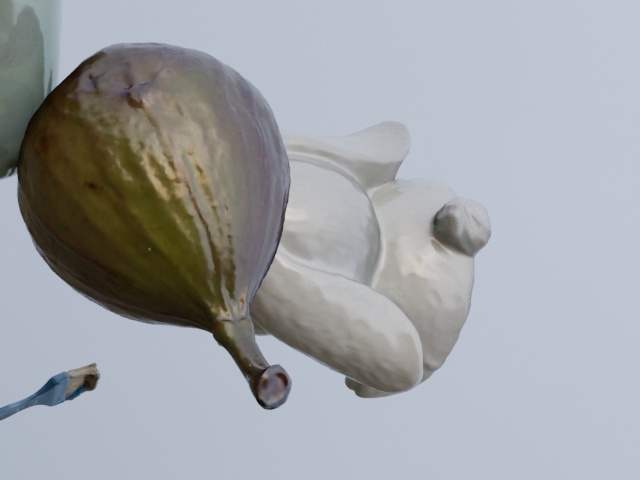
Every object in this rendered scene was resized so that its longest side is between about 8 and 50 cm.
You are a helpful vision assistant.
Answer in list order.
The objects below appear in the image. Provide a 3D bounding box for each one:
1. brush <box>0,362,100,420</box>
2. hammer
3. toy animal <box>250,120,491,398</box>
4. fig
[{"bbox_3d":[-0.273,0.150,1.646,0.014,0.164,0.051,58,-26,21],"label":"brush"},{"bbox_3d":[-0.336,-0.128,1.380,0.119,0.335,0.206,18,-67,37],"label":"hammer"},{"bbox_3d":[0.000,0.000,1.671,0.265,0.271,0.206,17,-31,-30],"label":"toy animal"},{"bbox_3d":[-0.106,0.008,1.369,0.217,0.217,0.321,78,-11,-53],"label":"fig"}]
